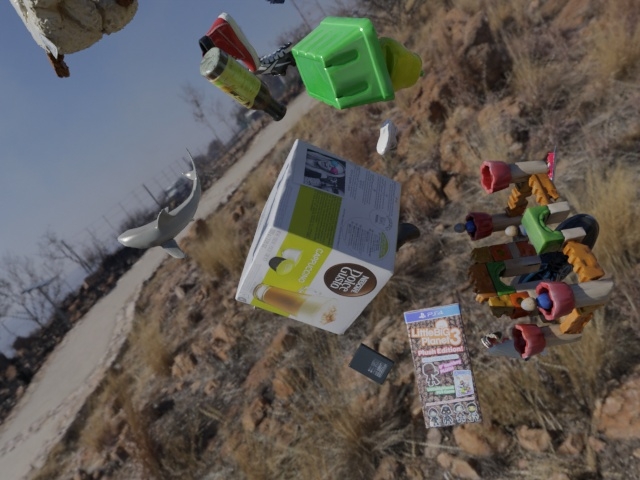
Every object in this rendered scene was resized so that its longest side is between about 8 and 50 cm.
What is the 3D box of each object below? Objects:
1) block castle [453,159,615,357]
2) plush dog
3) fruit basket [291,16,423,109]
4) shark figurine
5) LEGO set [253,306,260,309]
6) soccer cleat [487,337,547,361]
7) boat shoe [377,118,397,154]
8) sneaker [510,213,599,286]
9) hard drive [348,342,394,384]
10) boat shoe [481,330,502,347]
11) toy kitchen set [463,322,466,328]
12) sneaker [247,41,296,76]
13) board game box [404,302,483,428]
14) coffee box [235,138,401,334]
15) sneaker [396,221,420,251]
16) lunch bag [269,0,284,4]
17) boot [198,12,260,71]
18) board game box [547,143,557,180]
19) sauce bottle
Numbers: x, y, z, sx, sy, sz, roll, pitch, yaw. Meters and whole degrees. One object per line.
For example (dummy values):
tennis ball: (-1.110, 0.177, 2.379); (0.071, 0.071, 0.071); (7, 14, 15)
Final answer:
block castle: (0.510, 0.040, 1.387); (0.212, 0.303, 0.454); (-9, 55, -4)
plush dog: (-0.485, -0.475, 1.122); (0.225, 0.211, 0.262); (-32, 29, -25)
fruit basket: (0.142, -0.564, 1.689); (0.391, 0.283, 0.392); (-18, 30, 11)
shark figurine: (-0.357, -0.077, 1.318); (0.278, 0.166, 0.116); (-53, -17, -14)
LEGO set: (-0.109, 0.177, 1.899); (0.244, 0.060, 0.182); (-6, -27, -15)
soccer cleat: (0.554, 0.312, 1.540); (0.068, 0.076, 0.196); (-14, -13, -32)
boat shoe: (0.251, -0.369, 1.981); (0.066, 0.063, 0.184); (-45, 23, 37)
sneaker: (0.703, 0.072, 1.614); (0.341, 0.125, 0.139); (-56, -11, 18)
hard drive: (0.177, 0.431, 1.891); (0.094, 0.135, 0.022); (-61, -1, 1)
boat shoe: (0.565, 0.324, 1.772); (0.043, 0.049, 0.137); (-45, -19, 22)
toy kitchen set: (0.517, 0.323, 2.044); (0.068, 0.075, 0.083); (-54, 2, 37)
sneaker: (-0.188, -0.684, 2.138); (0.234, 0.106, 0.078); (-19, 31, 26)
board game box: (0.326, 0.319, 1.437); (0.141, 0.291, 0.232); (-11, -9, 12)
coffee box: (0.000, 0.000, 1.506); (0.338, 0.334, 0.338); (122, 165, -46)
sneaker: (0.241, 0.021, 1.967); (0.286, 0.130, 0.109); (-14, -25, -16)
lunch bag: (-0.138, -0.756, 1.623); (0.065, 0.099, 0.067); (7, 17, -19)
boot: (-0.338, -0.676, 1.986); (0.088, 0.244, 0.176); (25, 74, 42)
board game box: (0.881, -0.286, 2.075); (0.033, 0.169, 0.133); (6, 14, 27)
sauce bottle: (-0.252, -0.521, 1.862); (0.111, 0.344, 0.112); (-20, 57, 35)
